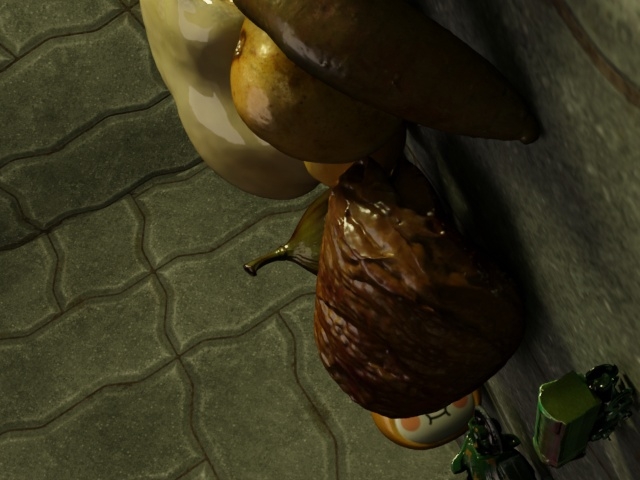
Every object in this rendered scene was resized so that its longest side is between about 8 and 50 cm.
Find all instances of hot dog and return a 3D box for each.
[{"bbox_3d":[0.093,0.058,0.789,0.267,0.174,0.387,51,158,22],"label":"hot dog"}]

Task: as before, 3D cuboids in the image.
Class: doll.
[{"bbox_3d":[0.181,0.261,1.286,0.213,0.214,0.236,69,178,-87],"label":"doll"}]

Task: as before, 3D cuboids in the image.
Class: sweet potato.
[{"bbox_3d":[-0.004,-0.161,0.495,0.346,0.079,0.108,38,-177,27],"label":"sweet potato"}]

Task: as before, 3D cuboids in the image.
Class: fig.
[{"bbox_3d":[0.000,0.000,1.354,0.217,0.321,0.216,167,90,-75],"label":"fig"}]

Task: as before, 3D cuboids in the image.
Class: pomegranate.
[{"bbox_3d":[0.018,-0.161,0.655,0.196,0.196,0.196,155,90,-90],"label":"pomegranate"}]

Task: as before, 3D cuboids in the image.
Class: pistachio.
[{"bbox_3d":[-0.088,-0.240,1.014,0.365,0.281,0.445,27,162,36],"label":"pistachio"}]

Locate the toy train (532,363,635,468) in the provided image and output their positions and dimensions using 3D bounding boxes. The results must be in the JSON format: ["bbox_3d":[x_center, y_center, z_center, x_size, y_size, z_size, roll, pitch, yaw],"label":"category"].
[{"bbox_3d":[0.204,0.139,0.543,0.148,0.071,0.038,66,180,-56],"label":"toy train"}]

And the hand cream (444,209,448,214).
[{"bbox_3d":[0.178,0.063,0.949,0.079,0.048,0.255,42,159,52],"label":"hand cream"}]

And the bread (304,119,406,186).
[{"bbox_3d":[0.010,-0.204,0.786,0.091,0.142,0.305,33,152,54],"label":"bread"}]

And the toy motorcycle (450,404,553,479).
[{"bbox_3d":[0.297,0.397,1.066,0.187,0.125,0.274,85,163,-61],"label":"toy motorcycle"}]

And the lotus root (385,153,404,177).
[{"bbox_3d":[0.084,-0.073,1.021,0.122,0.081,0.112,2,112,65],"label":"lotus root"}]
